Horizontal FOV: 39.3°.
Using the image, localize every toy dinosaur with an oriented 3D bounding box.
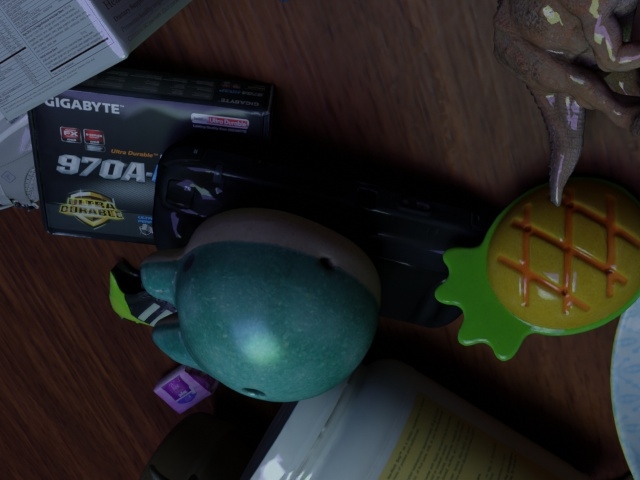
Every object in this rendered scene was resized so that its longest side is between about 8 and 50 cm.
[{"bbox_3d":[0.163,-0.167,0.622,0.200,0.127,0.295,23,146,18],"label":"toy dinosaur"}]

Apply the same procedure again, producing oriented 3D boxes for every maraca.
[{"bbox_3d":[0.187,0.022,0.747,0.186,0.099,0.127,-29,73,9],"label":"maraca"}]

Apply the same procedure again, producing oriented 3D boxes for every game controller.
[{"bbox_3d":[0.000,0.000,0.837,0.319,0.067,0.166,14,147,-3],"label":"game controller"}]

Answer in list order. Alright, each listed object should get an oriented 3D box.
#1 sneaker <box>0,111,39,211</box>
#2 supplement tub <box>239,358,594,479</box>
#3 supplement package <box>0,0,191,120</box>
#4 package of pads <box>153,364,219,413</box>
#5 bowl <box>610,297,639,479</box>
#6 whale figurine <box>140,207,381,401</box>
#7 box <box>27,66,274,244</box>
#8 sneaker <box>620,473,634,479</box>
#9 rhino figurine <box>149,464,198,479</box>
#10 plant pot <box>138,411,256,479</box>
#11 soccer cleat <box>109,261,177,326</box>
[{"bbox_3d":[-0.338,-0.062,0.959,0.115,0.105,0.281,46,131,-13],"label":"sneaker"},{"bbox_3d":[0.098,0.271,0.921,0.331,0.241,0.241,31,134,0],"label":"supplement tub"},{"bbox_3d":[-0.205,-0.241,0.687,0.149,0.194,0.203,-17,117,35],"label":"supplement package"},{"bbox_3d":[-0.169,0.182,1.124,0.050,0.032,0.083,43,133,-12],"label":"package of pads"},{"bbox_3d":[0.388,0.120,0.690,0.156,0.289,0.289,-1,143,-30],"label":"bowl"},{"bbox_3d":[-0.066,0.083,0.791,0.216,0.141,0.272,26,146,-22],"label":"whale figurine"},{"bbox_3d":[-0.158,-0.075,0.857,0.220,0.051,0.175,7,130,-1],"label":"box"},{"bbox_3d":[0.309,0.323,0.930,0.086,0.132,0.228,30,133,1],"label":"sneaker"},{"bbox_3d":[-0.095,0.322,0.918,0.243,0.073,0.106,46,174,3],"label":"rhino figurine"},{"bbox_3d":[-0.088,0.366,1.071,0.229,0.263,0.263,16,132,17],"label":"plant pot"},{"bbox_3d":[-0.166,0.073,1.017,0.179,0.060,0.072,14,130,20],"label":"soccer cleat"}]
